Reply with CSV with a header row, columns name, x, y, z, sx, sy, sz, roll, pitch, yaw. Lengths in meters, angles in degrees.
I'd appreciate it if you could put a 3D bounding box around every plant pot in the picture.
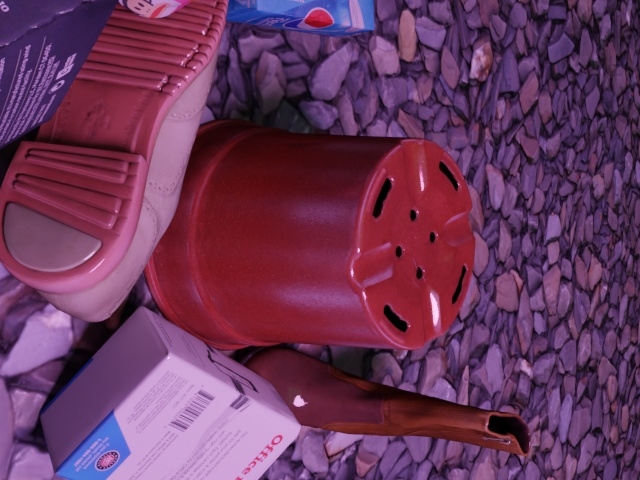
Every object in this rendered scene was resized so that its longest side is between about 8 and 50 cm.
name,x,y,z,sx,sy,sz,roll,pitch,yaw
plant pot,0.000,0.000,0.769,0.272,0.265,0.272,-5,96,-48

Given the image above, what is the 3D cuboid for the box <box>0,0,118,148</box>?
name,x,y,z,sx,sy,sz,roll,pitch,yaw
box,-0.343,-0.155,0.353,0.343,0.179,0.312,51,52,-8

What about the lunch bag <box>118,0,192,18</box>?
name,x,y,z,sx,sy,sz,roll,pitch,yaw
lunch bag,-0.154,-0.344,0.599,0.258,0.120,0.293,-47,115,-31

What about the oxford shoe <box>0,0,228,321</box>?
name,x,y,z,sx,sy,sz,roll,pitch,yaw
oxford shoe,-0.181,-0.113,0.691,0.146,0.141,0.396,92,15,-63

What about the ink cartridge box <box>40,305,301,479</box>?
name,x,y,z,sx,sy,sz,roll,pitch,yaw
ink cartridge box,-0.141,0.179,0.716,0.148,0.086,0.203,-47,133,1

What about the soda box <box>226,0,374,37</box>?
name,x,y,z,sx,sy,sz,roll,pitch,yaw
soda box,-0.024,-0.293,0.874,0.210,0.067,0.071,-9,99,-47

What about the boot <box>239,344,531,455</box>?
name,x,y,z,sx,sy,sz,roll,pitch,yaw
boot,0.069,0.200,0.846,0.264,0.281,0.096,37,65,-43
